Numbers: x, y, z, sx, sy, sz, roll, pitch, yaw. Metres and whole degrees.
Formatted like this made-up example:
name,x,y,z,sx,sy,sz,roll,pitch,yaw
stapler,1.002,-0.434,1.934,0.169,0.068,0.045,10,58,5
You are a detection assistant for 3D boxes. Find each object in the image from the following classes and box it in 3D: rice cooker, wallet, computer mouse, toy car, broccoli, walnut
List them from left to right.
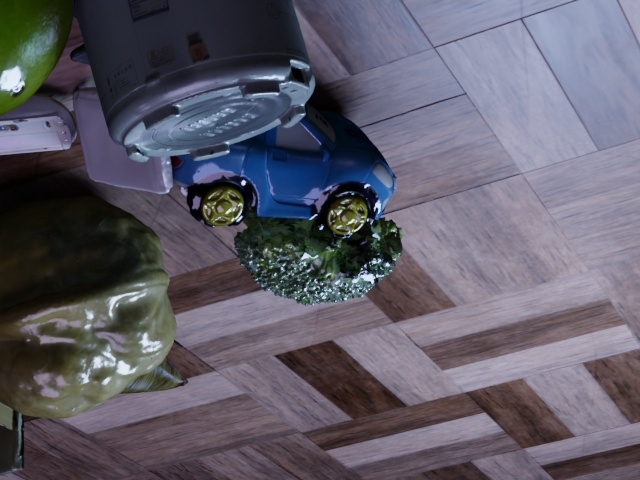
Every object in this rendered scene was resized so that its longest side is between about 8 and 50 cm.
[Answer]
name,x,y,z,sx,sy,sz,roll,pitch,yaw
computer mouse,-0.402,-0.142,1.854,0.199,0.044,0.102,-5,150,2
walnut,-0.340,0.087,2.019,0.277,0.253,0.282,-16,115,-22
wallet,-0.235,-0.122,1.790,0.032,0.124,0.183,-20,-161,-37
rice cooker,-0.135,-0.219,1.577,0.281,0.227,0.241,-23,167,27
toy car,-0.050,-0.114,1.839,0.314,0.198,0.166,4,118,-19
broccoli,0.001,0.003,2.046,0.226,0.198,0.176,-31,115,-9

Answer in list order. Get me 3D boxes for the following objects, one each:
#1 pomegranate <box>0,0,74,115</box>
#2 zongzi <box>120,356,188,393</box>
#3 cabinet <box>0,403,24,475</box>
name,x,y,z,sx,sy,sz,roll,pitch,yaw
pomegranate,-0.403,-0.248,1.447,0.310,0.216,0.358,17,145,1
zongzi,-0.378,0.195,2.364,0.286,0.138,0.300,-12,151,18
cabinet,-0.576,0.161,2.086,0.228,0.318,0.290,-16,149,19
